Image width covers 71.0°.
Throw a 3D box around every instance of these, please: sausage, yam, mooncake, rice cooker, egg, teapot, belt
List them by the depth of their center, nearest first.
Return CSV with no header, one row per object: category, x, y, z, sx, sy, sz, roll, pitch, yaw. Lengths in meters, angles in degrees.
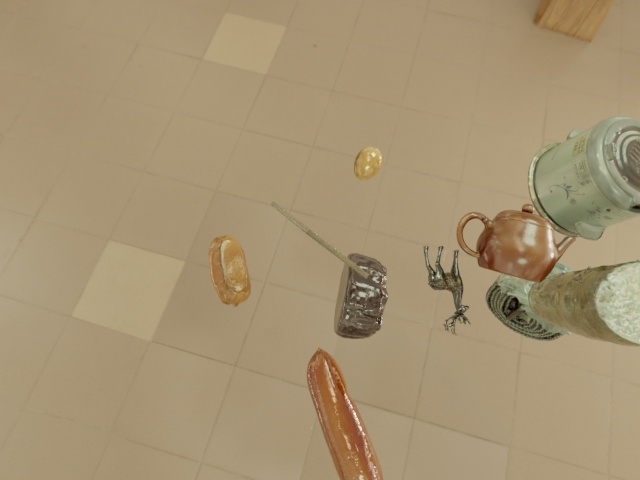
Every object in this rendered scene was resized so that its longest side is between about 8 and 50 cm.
teapot,0.285,-0.002,0.655,0.173,0.116,0.116,14,68,0
yam,0.470,0.105,0.784,0.133,0.330,0.133,0,85,0
sausage,0.040,0.354,0.862,0.083,0.089,0.300,-24,76,4
rice cooker,0.693,-0.152,1.136,0.264,0.316,0.316,4,66,-16
belt,0.551,0.149,1.155,0.207,0.257,0.150,37,71,17
egg,0.134,-0.219,1.286,0.080,0.080,0.096,34,84,12
mooncake,0.132,0.183,1.462,0.141,0.283,0.282,11,67,-5
sausage,-0.305,0.101,1.494,0.120,0.136,0.241,-7,73,-30

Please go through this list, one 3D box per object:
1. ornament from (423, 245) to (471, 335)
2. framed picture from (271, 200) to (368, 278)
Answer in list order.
ornament,0.180,0.072,0.639,0.074,0.028,0.125,10,72,-31
framed picture,0.000,0.000,1.117,0.016,0.250,0.184,-52,40,0
